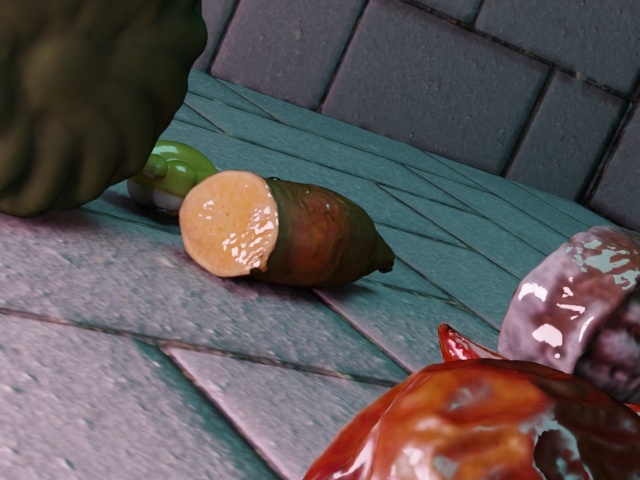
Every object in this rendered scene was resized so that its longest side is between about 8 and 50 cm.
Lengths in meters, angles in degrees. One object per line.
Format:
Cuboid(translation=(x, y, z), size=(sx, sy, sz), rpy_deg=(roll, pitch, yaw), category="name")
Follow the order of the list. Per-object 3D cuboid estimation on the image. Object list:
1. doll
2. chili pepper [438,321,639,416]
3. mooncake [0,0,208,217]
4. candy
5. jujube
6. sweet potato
Cuboid(translation=(-0.118, -0.053, 1.543), size=(0.291, 0.086, 0.117), rpy_deg=(19, -3, -37), category="doll")
Cuboid(translation=(0.289, 0.161, 1.243), size=(0.369, 0.137, 0.092), rpy_deg=(7, -3, -11), category="chili pepper")
Cuboid(translation=(-0.270, -0.201, 1.241), size=(0.194, 0.356, 0.356), rpy_deg=(21, 8, 30), category="mooncake")
Cuboid(translation=(0.308, 0.098, 1.395), size=(0.157, 0.214, 0.289), rpy_deg=(34, 11, 35), category="candy")
Cuboid(translation=(0.143, 0.196, 0.680), size=(0.342, 0.216, 0.216), rpy_deg=(36, 6, -22), category="jujube")
Cuboid(translation=(-0.001, -0.003, 1.468), size=(0.131, 0.131, 0.337), rpy_deg=(33, 15, 36), category="sweet potato")
